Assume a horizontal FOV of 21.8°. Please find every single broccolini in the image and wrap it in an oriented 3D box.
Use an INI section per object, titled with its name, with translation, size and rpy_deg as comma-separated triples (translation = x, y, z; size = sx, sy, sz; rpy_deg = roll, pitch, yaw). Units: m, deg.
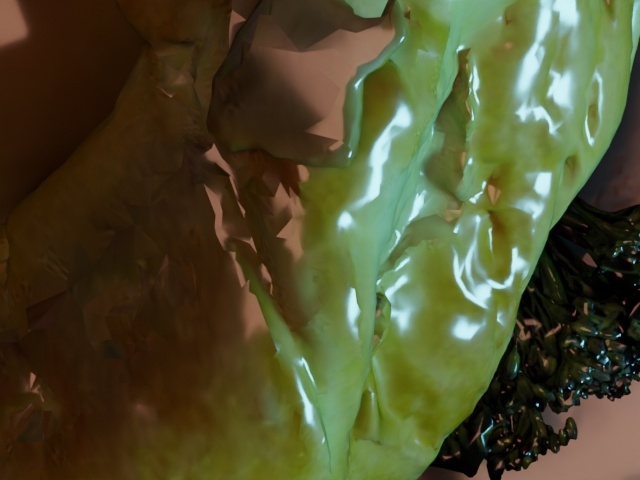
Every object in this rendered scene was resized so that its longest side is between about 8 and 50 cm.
[broccolini]
translation = -0.007, -0.005, 0.590
size = 0.271, 0.062, 0.123
rpy_deg = 25, 87, 18

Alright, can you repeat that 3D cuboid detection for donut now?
[donut]
translation = -0.076, -0.066, 0.509
size = 0.360, 0.170, 0.360
rpy_deg = -2, 85, 24
